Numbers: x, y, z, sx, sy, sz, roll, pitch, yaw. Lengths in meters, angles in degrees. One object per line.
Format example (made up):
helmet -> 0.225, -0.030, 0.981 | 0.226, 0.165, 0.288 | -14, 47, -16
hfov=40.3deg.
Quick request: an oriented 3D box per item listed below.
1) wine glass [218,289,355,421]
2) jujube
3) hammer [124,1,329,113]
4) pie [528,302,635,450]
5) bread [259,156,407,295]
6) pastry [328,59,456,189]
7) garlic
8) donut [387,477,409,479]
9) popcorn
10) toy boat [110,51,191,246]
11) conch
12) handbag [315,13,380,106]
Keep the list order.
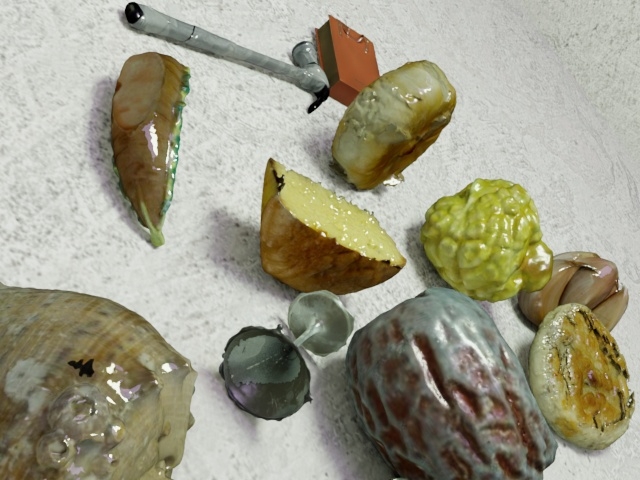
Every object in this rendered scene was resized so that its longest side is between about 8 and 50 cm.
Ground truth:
wine glass -> -0.031, 0.133, 1.073 | 0.122, 0.122, 0.183 | 53, 27, 3
jujube -> 0.168, 0.223, 1.130 | 0.308, 0.215, 0.246 | 61, 2, 11
hammer -> -0.143, -0.320, 1.451 | 0.427, 0.044, 0.152 | 12, 50, -43
pie -> 0.471, 0.245, 1.558 | 0.274, 0.055, 0.274 | 14, 67, -35
bread -> -0.010, 0.003, 1.205 | 0.260, 0.134, 0.129 | 31, 27, -37
pastry -> 0.133, -0.192, 1.480 | 0.121, 0.236, 0.257 | 51, 32, 16
garlic -> 0.483, 0.099, 1.701 | 0.214, 0.191, 0.160 | 29, 12, -13
donut -> 0.085, 0.405, 0.954 | 0.272, 0.107, 0.272 | 27, 41, -25
popcorn -> 0.299, 0.006, 1.526 | 0.251, 0.206, 0.237 | 43, 12, -45
toy boat -> -0.221, -0.137, 1.120 | 0.099, 0.109, 0.292 | 62, 19, -54
conch -> -0.214, 0.142, 0.763 | 0.352, 0.210, 0.297 | 58, 18, 8
handbag -> 0.057, -0.341, 1.698 | 0.127, 0.063, 0.190 | 24, 44, -35
